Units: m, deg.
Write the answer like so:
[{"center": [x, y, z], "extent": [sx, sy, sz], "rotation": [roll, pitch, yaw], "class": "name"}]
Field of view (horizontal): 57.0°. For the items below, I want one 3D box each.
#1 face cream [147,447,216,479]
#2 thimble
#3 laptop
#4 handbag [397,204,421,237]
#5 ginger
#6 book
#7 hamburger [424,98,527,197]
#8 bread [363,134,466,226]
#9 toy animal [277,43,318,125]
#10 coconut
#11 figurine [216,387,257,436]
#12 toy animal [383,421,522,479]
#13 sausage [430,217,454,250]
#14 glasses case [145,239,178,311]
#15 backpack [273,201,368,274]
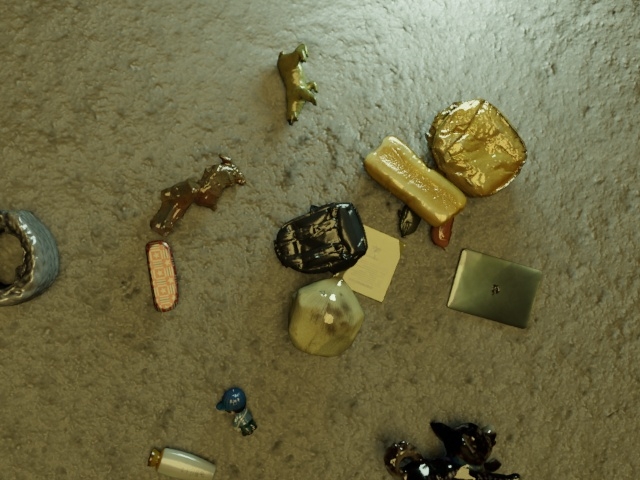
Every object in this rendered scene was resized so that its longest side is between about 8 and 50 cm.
[{"center": [-0.379, 0.616, 1.614], "extent": [0.182, 0.051, 0.072], "rotation": [18, 89, -10], "class": "face cream"}, {"center": [-0.786, 0.043, 1.487], "extent": [0.217, 0.157, 0.245], "rotation": [2, 90, -10], "class": "thimble"}, {"center": [0.525, 0.146, 1.776], "extent": [0.269, 0.015, 0.187], "rotation": [16, 88, -9], "class": "laptop"}, {"center": [0.257, -0.061, 1.713], "extent": [0.072, 0.047, 0.111], "rotation": [19, 87, -13], "class": "handbag"}, {"center": [-0.342, -0.120, 1.608], "extent": [0.290, 0.084, 0.122], "rotation": [-36, 118, -11], "class": "ginger"}, {"center": [0.140, 0.062, 1.713], "extent": [0.168, 0.013, 0.192], "rotation": [23, 87, -9], "class": "book"}, {"center": [0.444, -0.269, 1.697], "extent": [0.259, 0.144, 0.283], "rotation": [-35, 99, -5], "class": "hamburger"}, {"center": [0.263, -0.161, 1.666], "extent": [0.305, 0.091, 0.142], "rotation": [42, 80, 8], "class": "bread"}, {"center": [-0.067, -0.435, 1.644], "extent": [0.101, 0.103, 0.218], "rotation": [-14, 95, 10], "class": "toy animal"}, {"center": [0.010, 0.201, 1.603], "extent": [0.224, 0.224, 0.224], "rotation": [0, 91, -9], "class": "coconut"}, {"center": [-0.222, 0.473, 1.628], "extent": [0.136, 0.079, 0.077], "rotation": [53, 41, -2], "class": "figurine"}, {"center": [0.361, 0.629, 1.667], "extent": [0.344, 0.194, 0.302], "rotation": [-35, 101, -13], "class": "toy animal"}, {"center": [0.360, -0.056, 1.725], "extent": [0.065, 0.065, 0.169], "rotation": [11, 88, -9], "class": "sausage"}, {"center": [-0.427, 0.095, 1.601], "extent": [0.073, 0.049, 0.194], "rotation": [-8, 92, -11], "class": "glasses case"}, {"center": [0.000, 0.000, 1.636], "extent": [0.258, 0.133, 0.206], "rotation": [-17, 85, 1], "class": "backpack"}]
